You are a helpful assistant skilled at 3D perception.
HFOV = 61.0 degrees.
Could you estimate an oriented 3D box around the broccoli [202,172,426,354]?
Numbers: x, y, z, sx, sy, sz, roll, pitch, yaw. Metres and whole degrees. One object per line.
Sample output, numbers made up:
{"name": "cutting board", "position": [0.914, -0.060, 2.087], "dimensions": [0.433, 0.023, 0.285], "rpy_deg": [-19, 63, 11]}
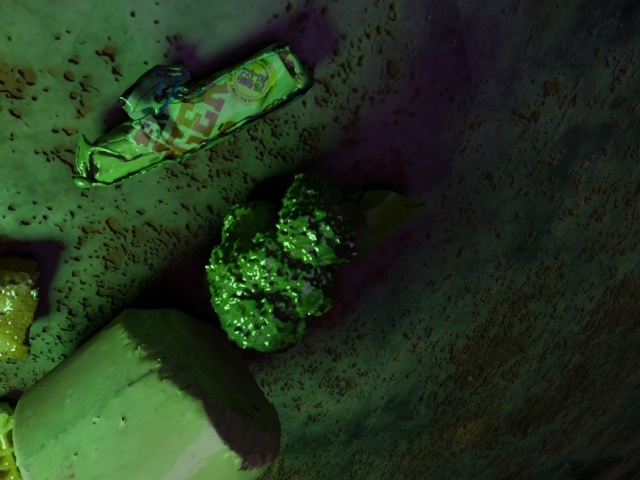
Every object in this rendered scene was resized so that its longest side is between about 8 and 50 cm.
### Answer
{"name": "broccoli", "position": [-0.029, -0.002, 0.681], "dimensions": [0.302, 0.186, 0.254], "rpy_deg": [-52, 167, -3]}

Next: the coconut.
{"name": "coconut", "position": [-0.238, 0.262, 0.719], "dimensions": [0.310, 0.297, 0.297], "rpy_deg": [-39, 132, 1]}

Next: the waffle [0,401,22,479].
{"name": "waffle", "position": [-0.489, 0.342, 0.832], "dimensions": [0.250, 0.056, 0.261], "rpy_deg": [-42, 129, 12]}

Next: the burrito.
{"name": "burrito", "position": [-0.143, -0.145, 0.584], "dimensions": [0.288, 0.054, 0.104], "rpy_deg": [-27, 132, 0]}

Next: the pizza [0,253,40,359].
{"name": "pizza", "position": [-0.411, 0.091, 0.663], "dimensions": [0.182, 0.062, 0.161], "rpy_deg": [-30, 126, -5]}
